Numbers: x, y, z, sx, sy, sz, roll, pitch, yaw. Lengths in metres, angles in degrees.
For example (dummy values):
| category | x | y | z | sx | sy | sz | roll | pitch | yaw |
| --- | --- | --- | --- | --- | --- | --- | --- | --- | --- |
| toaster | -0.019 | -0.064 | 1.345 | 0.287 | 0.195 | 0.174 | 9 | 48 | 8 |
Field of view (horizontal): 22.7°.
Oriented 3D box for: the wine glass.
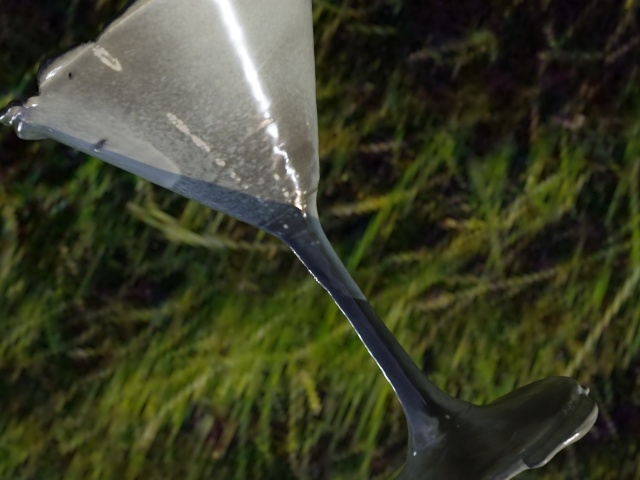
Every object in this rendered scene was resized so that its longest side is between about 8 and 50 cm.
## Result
| category | x | y | z | sx | sy | sz | roll | pitch | yaw |
| --- | --- | --- | --- | --- | --- | --- | --- | --- | --- |
| wine glass | 0.000 | 0.000 | 0.494 | 0.183 | 0.122 | 0.122 | 53 | 150 | -4 |
